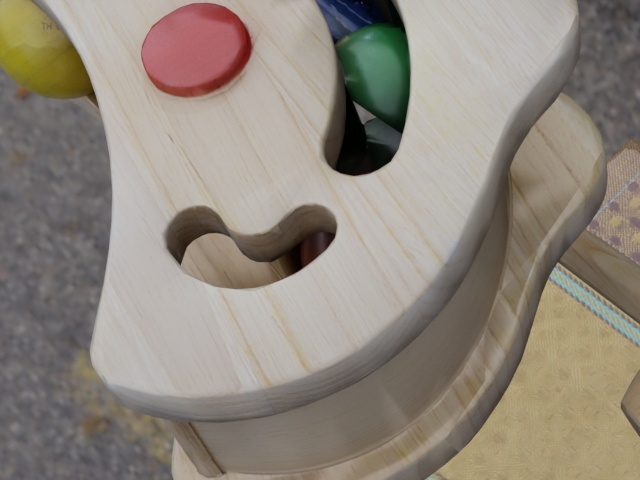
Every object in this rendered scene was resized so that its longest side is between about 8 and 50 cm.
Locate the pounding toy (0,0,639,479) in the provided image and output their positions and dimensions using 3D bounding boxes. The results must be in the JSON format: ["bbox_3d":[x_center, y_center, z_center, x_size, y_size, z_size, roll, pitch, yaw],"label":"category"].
[{"bbox_3d":[0.000,0.000,0.522,0.154,0.155,0.269,-41,57,-12],"label":"pounding toy"}]

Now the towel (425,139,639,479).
[{"bbox_3d":[0.124,0.147,0.876,0.370,0.040,0.271,-42,67,-16],"label":"towel"}]
